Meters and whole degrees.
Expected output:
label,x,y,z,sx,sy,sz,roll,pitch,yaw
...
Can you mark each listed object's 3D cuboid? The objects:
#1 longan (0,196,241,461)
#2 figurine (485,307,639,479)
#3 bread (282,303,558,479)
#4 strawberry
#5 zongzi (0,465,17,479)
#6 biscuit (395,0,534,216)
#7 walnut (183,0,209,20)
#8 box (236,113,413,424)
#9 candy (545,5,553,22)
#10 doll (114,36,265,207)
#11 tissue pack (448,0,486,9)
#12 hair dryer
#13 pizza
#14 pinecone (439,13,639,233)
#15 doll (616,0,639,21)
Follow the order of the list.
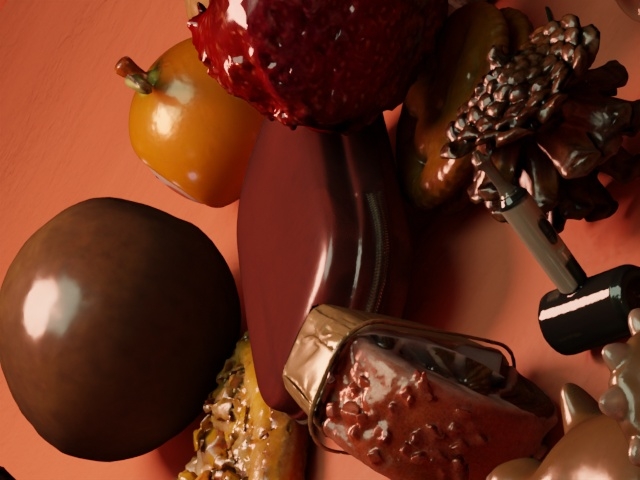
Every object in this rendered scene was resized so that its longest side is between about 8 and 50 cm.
label,x,y,z,sx,sy,sz,roll,pitch,yaw
longan,-0.230,0.102,2.147,0.297,0.297,0.297,-43,32,35
figurine,0.250,0.126,1.335,0.247,0.177,0.173,174,101,-68
bread,0.087,0.144,1.589,0.212,0.224,0.142,37,106,44
strawberry,0.010,-0.215,1.869,0.274,0.274,0.220,-27,85,51
zongzi,-0.331,0.414,2.030,0.154,0.289,0.317,-28,43,24
biscuit,0.141,-0.128,1.874,0.220,0.066,0.220,-163,90,-72
walnut,-0.016,-0.304,2.147,0.313,0.277,0.252,17,112,59
box,0.000,0.000,1.950,0.404,0.108,0.263,-100,26,-52
candy,0.225,-0.201,1.869,0.035,0.035,0.123,-44,23,28
doll,-0.153,-0.163,2.289,0.213,0.236,0.213,-37,34,31
tissue pack,0.212,-0.380,1.999,0.257,0.081,0.185,-42,33,39
hair dryer,0.188,0.003,1.565,0.100,0.198,0.057,-29,13,50
pizza,-0.103,0.218,2.029,0.287,0.074,0.251,-31,37,45
pinecone,0.197,-0.089,1.642,0.179,0.195,0.150,-46,59,-11
doll,0.278,-0.270,1.598,0.340,0.209,0.318,-137,43,-61
